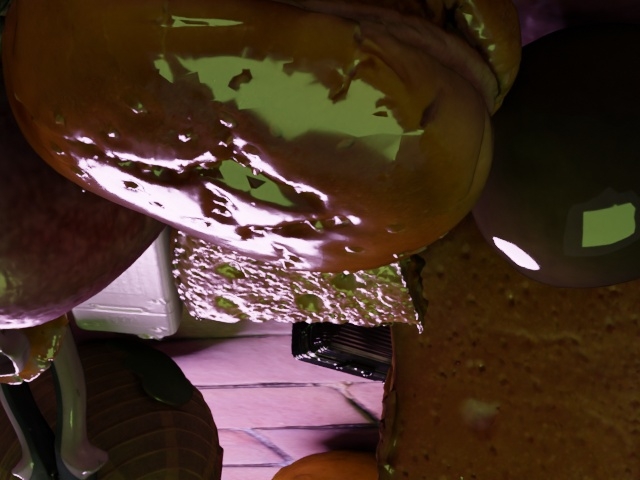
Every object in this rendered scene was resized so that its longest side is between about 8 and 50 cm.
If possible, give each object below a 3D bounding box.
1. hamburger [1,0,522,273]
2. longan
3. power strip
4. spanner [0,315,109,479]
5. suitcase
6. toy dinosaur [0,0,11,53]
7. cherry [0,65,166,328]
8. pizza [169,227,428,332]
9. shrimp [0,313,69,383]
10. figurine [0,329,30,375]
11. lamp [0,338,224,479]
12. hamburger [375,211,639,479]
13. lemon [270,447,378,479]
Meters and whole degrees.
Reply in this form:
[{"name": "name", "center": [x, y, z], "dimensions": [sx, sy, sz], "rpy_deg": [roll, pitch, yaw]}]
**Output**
[{"name": "hamburger", "center": [-0.039, -0.092, 1.145], "dimensions": [0.290, 0.170, 0.314], "rpy_deg": [18, 159, -2]}, {"name": "longan", "center": [0.177, -0.054, 1.226], "dimensions": [0.189, 0.189, 0.189], "rpy_deg": [4, 160, 1]}, {"name": "power strip", "center": [-0.168, 0.015, 1.639], "dimensions": [0.098, 0.058, 0.338], "rpy_deg": [4, 160, 0]}, {"name": "spanner", "center": [-0.242, 0.171, 1.785], "dimensions": [0.096, 0.324, 0.040], "rpy_deg": [-4, -163, 27]}, {"name": "suitcase", "center": [0.033, 0.076, 1.725], "dimensions": [0.126, 0.086, 0.059], "rpy_deg": [18, 154, -35]}, {"name": "toy dinosaur", "center": [-0.240, -0.148, 1.174], "dimensions": [0.162, 0.077, 0.294], "rpy_deg": [-25, 167, 15]}, {"name": "cherry", "center": [-0.203, -0.034, 1.344], "dimensions": [0.250, 0.175, 0.192], "rpy_deg": [-8, -170, -23]}, {"name": "pizza", "center": [0.000, 0.000, 1.400], "dimensions": [0.197, 0.058, 0.292], "rpy_deg": [26, 145, -15]}, {"name": "shrimp", "center": [-0.300, 0.061, 1.708], "dimensions": [0.217, 0.115, 0.051], "rpy_deg": [7, -177, 37]}, {"name": "figurine", "center": [-0.353, 0.025, 1.564], "dimensions": [0.308, 0.143, 0.308], "rpy_deg": [3, 157, 1]}, {"name": "lamp", "center": [-0.237, 0.209, 1.965], "dimensions": [0.284, 0.250, 0.250], "rpy_deg": [40, -176, 36]}, {"name": "hamburger", "center": [0.186, 0.116, 1.501], "dimensions": [0.284, 0.304, 0.174], "rpy_deg": [7, 172, 18]}, {"name": "lemon", "center": [0.039, 0.377, 2.289], "dimensions": [0.285, 0.285, 0.316], "rpy_deg": [-4, -169, 20]}]
